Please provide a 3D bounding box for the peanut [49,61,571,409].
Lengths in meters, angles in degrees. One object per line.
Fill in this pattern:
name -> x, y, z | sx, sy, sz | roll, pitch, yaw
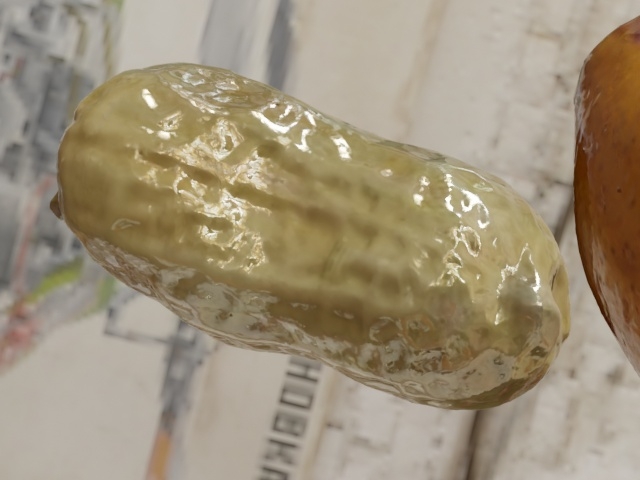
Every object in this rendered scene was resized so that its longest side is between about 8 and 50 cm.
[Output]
peanut -> -0.001, -0.001, 1.038 | 0.159, 0.291, 0.143 | 17, 93, -77

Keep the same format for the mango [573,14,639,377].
mango -> 0.237, 0.032, 0.636 | 0.350, 0.201, 0.199 | 43, -52, 42
